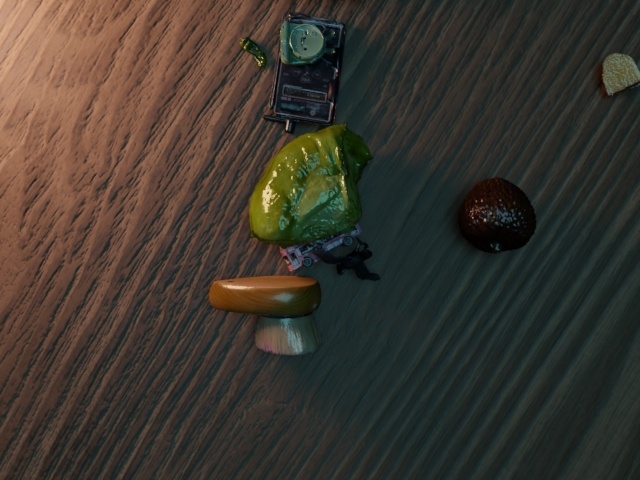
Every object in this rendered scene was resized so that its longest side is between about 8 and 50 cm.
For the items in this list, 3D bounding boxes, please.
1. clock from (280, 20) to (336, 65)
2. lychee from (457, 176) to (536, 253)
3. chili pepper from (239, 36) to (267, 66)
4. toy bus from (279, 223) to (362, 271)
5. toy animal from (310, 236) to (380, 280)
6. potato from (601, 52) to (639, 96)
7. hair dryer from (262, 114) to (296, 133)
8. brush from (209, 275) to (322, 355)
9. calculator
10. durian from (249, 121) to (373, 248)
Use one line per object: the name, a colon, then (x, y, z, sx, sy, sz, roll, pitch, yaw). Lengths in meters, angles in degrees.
clock: (-0.031, -0.477, 1.739, 0.135, 0.041, 0.101, -2, 84, -5)
lychee: (0.427, -0.056, 1.750, 0.194, 0.194, 0.195, 0, 89, -6)
chili pepper: (-0.162, -0.463, 1.768, 0.030, 0.034, 0.091, -38, 95, 27)
toy bus: (0.000, 0.000, 1.757, 0.203, 0.063, 0.090, -29, 91, -8)
toy animal: (0.076, 0.047, 1.724, 0.220, 0.062, 0.108, 29, 114, -34)
potato: (0.769, -0.432, 1.849, 0.096, 0.066, 0.103, -17, 96, 18)
hair dryer: (-0.102, -0.293, 1.770, 0.083, 0.026, 0.047, 12, 87, -3)
brush: (-0.128, 0.173, 1.693, 0.266, 0.174, 0.166, 2, 98, 2)
calculator: (-0.030, -0.420, 1.768, 0.165, 0.028, 0.274, 8, 81, -7)
durian: (-0.023, -0.122, 1.675, 0.339, 0.204, 0.256, -19, 52, -2)
